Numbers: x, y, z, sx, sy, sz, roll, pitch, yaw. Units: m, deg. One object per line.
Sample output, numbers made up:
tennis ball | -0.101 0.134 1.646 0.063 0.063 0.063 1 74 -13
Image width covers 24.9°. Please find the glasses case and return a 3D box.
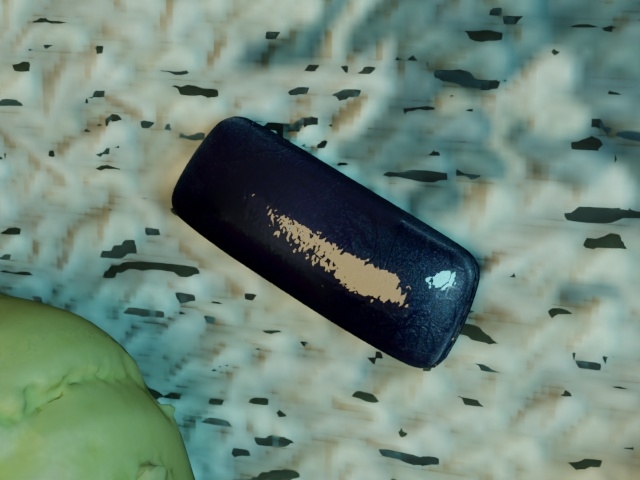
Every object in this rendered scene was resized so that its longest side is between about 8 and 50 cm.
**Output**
glasses case | 0.000 0.000 0.365 0.083 0.023 0.033 32 114 12

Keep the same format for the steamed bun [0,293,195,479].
steamed bun | -0.148 0.148 0.385 0.232 0.166 0.273 5 105 20
